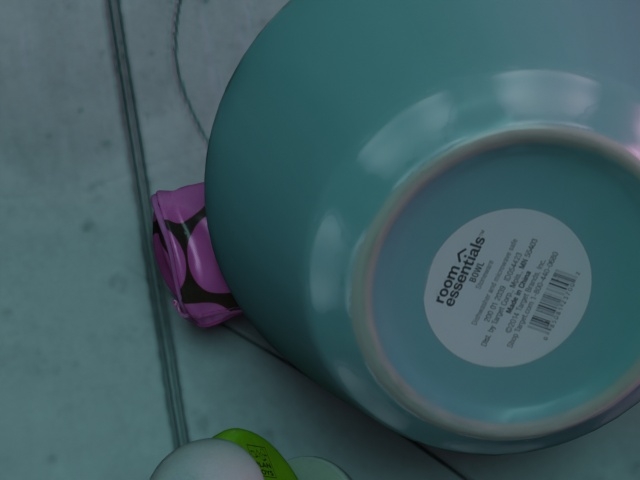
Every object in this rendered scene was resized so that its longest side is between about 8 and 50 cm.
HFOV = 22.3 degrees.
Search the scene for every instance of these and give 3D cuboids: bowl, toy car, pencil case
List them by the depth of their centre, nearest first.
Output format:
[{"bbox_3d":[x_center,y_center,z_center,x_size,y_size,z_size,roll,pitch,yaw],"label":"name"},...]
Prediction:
[{"bbox_3d":[0.096,-0.006,0.902,0.311,0.312,0.163,-3,22,-7],"label":"bowl"},{"bbox_3d":[-0.050,0.202,0.923,0.136,0.159,0.182,-27,66,25],"label":"toy car"},{"bbox_3d":[0.000,0.000,1.029,0.209,0.095,0.098,-9,86,-5],"label":"pencil case"}]
